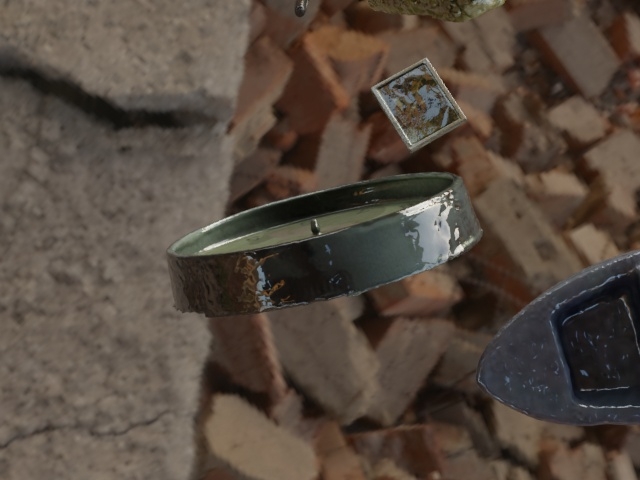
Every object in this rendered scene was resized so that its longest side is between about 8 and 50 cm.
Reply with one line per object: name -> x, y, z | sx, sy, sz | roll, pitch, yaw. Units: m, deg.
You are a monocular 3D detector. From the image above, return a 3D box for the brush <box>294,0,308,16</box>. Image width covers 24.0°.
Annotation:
brush -> -0.010, -0.143, 0.871 | 0.008, 0.083, 0.024 | -3, 112, 4

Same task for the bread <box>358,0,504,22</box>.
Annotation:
bread -> 0.100, -0.240, 1.168 | 0.138, 0.196, 0.102 | -35, 111, -12

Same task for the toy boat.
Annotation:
toy boat -> 0.248, 0.065, 1.093 | 0.283, 0.078, 0.127 | -15, 93, 2

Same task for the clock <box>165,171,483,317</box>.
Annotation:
clock -> 0.000, 0.000, 1.325 | 0.280, 0.280, 0.055 | -20, 101, -32

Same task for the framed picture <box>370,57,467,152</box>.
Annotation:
framed picture -> 0.096, -0.134, 1.490 | 0.066, 0.006, 0.089 | -28, 59, 0
